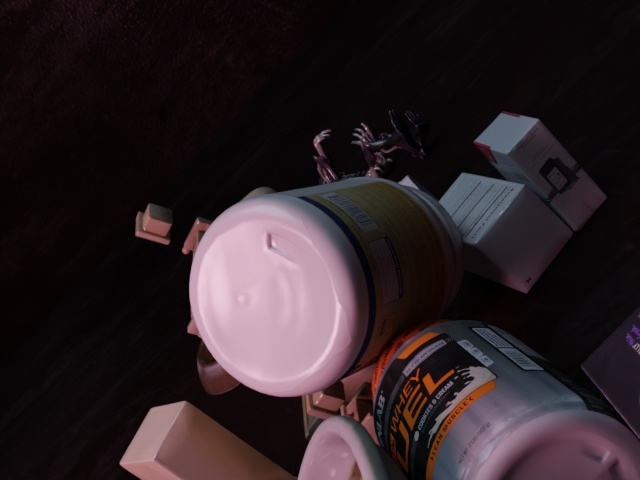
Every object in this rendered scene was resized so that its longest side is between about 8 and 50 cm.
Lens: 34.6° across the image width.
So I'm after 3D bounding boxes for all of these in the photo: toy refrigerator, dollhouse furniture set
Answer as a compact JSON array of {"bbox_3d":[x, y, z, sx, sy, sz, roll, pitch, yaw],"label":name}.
[{"bbox_3d":[-0.106,0.310,1.297,0.102,0.269,0.094,-23,33,54],"label":"toy refrigerator"},{"bbox_3d":[-0.103,0.151,1.375,0.174,0.355,0.303,-59,23,31],"label":"dollhouse furniture set"}]

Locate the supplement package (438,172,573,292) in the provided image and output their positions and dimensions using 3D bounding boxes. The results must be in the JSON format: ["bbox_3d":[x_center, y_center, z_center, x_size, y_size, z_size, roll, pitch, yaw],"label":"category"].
[{"bbox_3d":[0.232,-0.014,1.385,0.105,0.105,0.179,-50,20,-5],"label":"supplement package"}]

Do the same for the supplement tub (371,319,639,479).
[{"bbox_3d":[0.169,0.196,1.024,0.193,0.193,0.316,-51,19,0],"label":"supplement tub"}]

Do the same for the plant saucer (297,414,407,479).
[{"bbox_3d":[0.051,0.368,0.968,0.400,0.100,0.400,-176,90,-77],"label":"plant saucer"}]

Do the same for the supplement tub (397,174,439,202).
[{"bbox_3d":[0.107,0.015,1.545,0.200,0.144,0.144,-47,20,10],"label":"supplement tub"}]

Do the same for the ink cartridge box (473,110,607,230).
[{"bbox_3d":[0.286,-0.091,1.342,0.063,0.150,0.109,-47,20,-2],"label":"ink cartridge box"}]

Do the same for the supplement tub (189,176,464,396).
[{"bbox_3d":[0.022,0.043,1.235,0.228,0.228,0.316,-38,-12,31],"label":"supplement tub"}]

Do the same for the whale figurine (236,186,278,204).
[{"bbox_3d":[-0.138,0.009,2.139,0.216,0.141,0.272,-43,-9,-32],"label":"whale figurine"}]

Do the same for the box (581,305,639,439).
[{"bbox_3d":[0.380,0.082,0.846,0.270,0.143,0.165,-47,18,10],"label":"box"}]

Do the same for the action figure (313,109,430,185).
[{"bbox_3d":[0.070,-0.150,1.902,0.275,0.141,0.164,-33,-6,35],"label":"action figure"}]

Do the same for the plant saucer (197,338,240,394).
[{"bbox_3d":[-0.141,0.153,1.976,0.310,0.050,0.310,-44,21,22],"label":"plant saucer"}]
